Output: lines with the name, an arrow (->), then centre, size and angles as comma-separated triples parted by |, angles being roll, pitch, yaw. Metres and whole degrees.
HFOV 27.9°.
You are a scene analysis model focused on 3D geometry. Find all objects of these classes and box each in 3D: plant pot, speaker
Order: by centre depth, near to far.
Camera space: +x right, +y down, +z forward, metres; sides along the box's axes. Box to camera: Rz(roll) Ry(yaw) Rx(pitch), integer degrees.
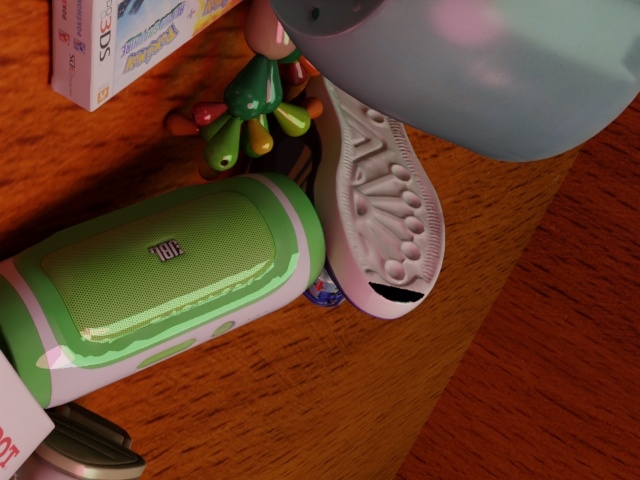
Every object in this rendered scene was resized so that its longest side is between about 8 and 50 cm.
plant pot -> 0.097, -0.222, 1.008 | 0.235, 0.293, 0.293 | 8, 117, -43
speaker -> -0.143, 0.037, 1.080 | 0.296, 0.131, 0.131 | -23, 146, -32

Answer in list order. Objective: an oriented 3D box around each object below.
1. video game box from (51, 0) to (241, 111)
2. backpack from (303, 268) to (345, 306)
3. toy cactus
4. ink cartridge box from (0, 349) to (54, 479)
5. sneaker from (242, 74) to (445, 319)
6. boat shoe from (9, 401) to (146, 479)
video game box -> -0.116, -0.219, 0.951 | 0.205, 0.048, 0.187 | -45, 162, -36
backpack -> -0.002, 0.006, 1.498 | 0.117, 0.158, 0.173 | -38, 168, -28
toy cactus -> -0.055, -0.157, 1.141 | 0.219, 0.112, 0.180 | -45, 156, -46
ink cartridge box -> -0.367, 0.170, 0.746 | 0.395, 0.166, 0.285 | -51, 162, -20
sneaker -> 0.000, 0.000, 1.280 | 0.130, 0.323, 0.236 | 14, 134, -26
boat shoe -> -0.231, 0.218, 1.176 | 0.103, 0.113, 0.302 | -62, -177, -6
